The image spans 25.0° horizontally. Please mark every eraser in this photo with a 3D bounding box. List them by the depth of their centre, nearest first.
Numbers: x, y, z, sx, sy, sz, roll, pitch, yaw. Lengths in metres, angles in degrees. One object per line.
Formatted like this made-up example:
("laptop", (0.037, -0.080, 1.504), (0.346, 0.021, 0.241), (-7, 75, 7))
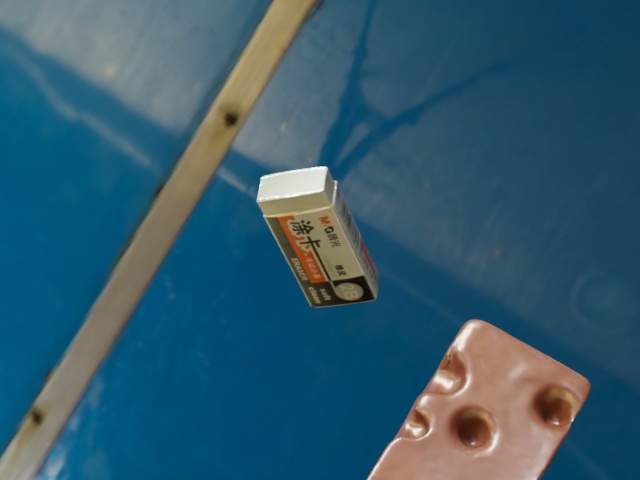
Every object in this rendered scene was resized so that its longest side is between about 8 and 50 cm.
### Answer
("eraser", (0.000, 0.000, 1.010), (0.052, 0.029, 0.122), (-9, -43, 18))

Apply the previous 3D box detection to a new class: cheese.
("cheese", (0.108, 0.200, 1.154), (0.128, 0.177, 0.203), (31, -56, 9))
